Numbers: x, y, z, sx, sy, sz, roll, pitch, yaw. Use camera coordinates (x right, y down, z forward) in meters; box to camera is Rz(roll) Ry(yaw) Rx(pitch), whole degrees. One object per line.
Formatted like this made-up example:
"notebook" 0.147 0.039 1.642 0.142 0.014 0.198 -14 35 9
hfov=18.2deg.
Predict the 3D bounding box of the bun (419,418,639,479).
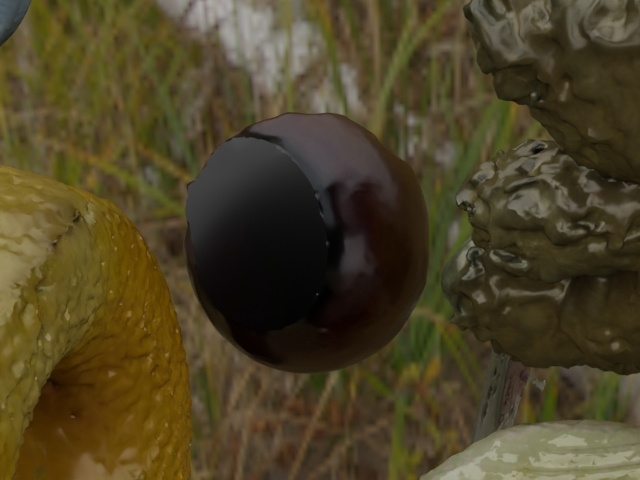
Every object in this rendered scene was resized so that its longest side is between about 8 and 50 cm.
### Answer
"bun" 0.119 0.202 0.897 0.243 0.153 0.244 -2 42 2

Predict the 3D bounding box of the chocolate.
"chocolate" 0.000 0.000 0.986 0.124 0.127 0.133 3 5 36

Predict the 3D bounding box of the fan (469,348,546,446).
"fan" 0.129 0.087 1.268 0.010 0.310 0.182 14 88 14

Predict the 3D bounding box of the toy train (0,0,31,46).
"toy train" -0.101 -0.135 0.558 0.089 0.219 0.127 22 52 -27

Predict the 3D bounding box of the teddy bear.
"teddy bear" 0.169 -0.053 0.866 0.267 0.256 0.156 -22 33 -1

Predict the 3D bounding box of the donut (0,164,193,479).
"donut" -0.138 0.103 0.799 0.110 0.303 0.303 2 44 17
